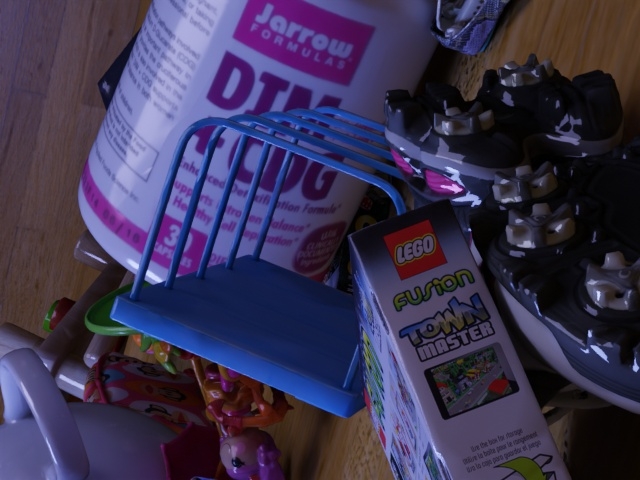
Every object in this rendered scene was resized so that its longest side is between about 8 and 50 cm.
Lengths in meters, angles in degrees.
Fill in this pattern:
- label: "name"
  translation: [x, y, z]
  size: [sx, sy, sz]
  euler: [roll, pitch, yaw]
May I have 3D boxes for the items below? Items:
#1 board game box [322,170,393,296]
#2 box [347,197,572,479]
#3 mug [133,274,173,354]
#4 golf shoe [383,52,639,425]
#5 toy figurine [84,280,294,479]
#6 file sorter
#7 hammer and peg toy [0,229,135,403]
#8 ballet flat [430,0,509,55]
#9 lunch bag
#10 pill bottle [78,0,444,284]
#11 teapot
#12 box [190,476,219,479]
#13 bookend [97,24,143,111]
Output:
- label: "board game box"
  translation: [-0.007, 0.025, 1.197]
  size: [0.259, 0.030, 0.136]
  euler: [170, 109, -77]
- label: "box"
  translation: [0.048, 0.074, 0.631]
  size: [0.207, 0.036, 0.114]
  euler: [83, 166, -71]
- label: "mug"
  translation: [-0.088, 0.002, 1.479]
  size: [0.113, 0.150, 0.169]
  euler: [43, 135, 32]
- label: "golf shoe"
  translation: [0.099, 0.017, 0.624]
  size: [0.273, 0.105, 0.120]
  euler: [-119, 18, -70]
- label: "toy figurine"
  translation: [-0.060, 0.107, 1.149]
  size: [0.173, 0.130, 0.159]
  euler: [4, 113, 52]
- label: "file sorter"
  translation: [0.000, 0.000, 0.830]
  size: [0.170, 0.118, 0.104]
  euler: [-19, -51, -71]
- label: "hammer and peg toy"
  translation: [-0.241, 0.104, 1.767]
  size: [0.266, 0.127, 0.361]
  euler: [-57, -10, -52]
- label: "ballet flat"
  translation: [0.084, -0.134, 0.905]
  size: [0.114, 0.041, 0.041]
  euler: [121, 157, -56]
- label: "lunch bag"
  translation: [-0.170, 0.245, 1.488]
  size: [0.293, 0.120, 0.258]
  euler: [-123, 49, -78]
- label: "pill bottle"
  translation: [-0.020, -0.113, 1.007]
  size: [0.160, 0.160, 0.283]
  euler: [-101, 33, -61]
- label: "teapot"
  translation: [-0.155, 0.232, 1.213]
  size: [0.187, 0.256, 0.253]
  euler: [8, 74, 66]
- label: "box"
  translation: [-0.045, 0.257, 0.925]
  size: [0.128, 0.122, 0.257]
  euler: [-92, 18, -46]
- label: "bookend"
  translation: [-0.054, -0.064, 1.229]
  size: [0.072, 0.157, 0.156]
  euler: [-44, 58, 41]
